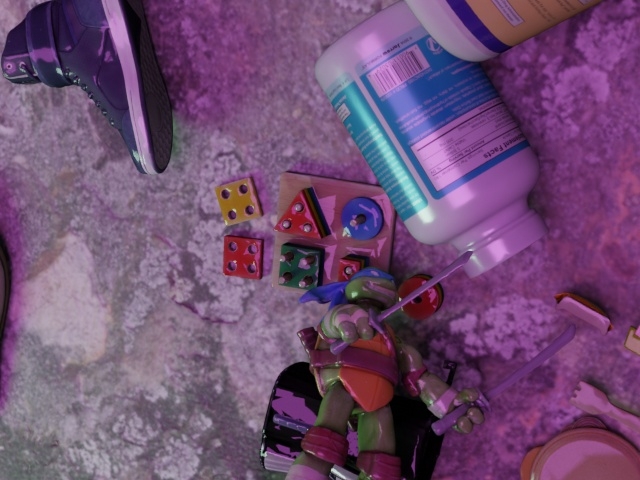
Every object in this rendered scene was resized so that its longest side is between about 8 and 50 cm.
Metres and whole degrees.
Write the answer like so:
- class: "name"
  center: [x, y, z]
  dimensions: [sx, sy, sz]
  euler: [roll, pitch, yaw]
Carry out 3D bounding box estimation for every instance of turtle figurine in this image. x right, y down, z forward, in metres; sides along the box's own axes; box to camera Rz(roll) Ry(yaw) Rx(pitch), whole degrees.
- class: "turtle figurine"
  center: [0.075, 0.147, 1.198]
  dimensions: [0.275, 0.198, 0.266]
  euler: [9, 72, 19]

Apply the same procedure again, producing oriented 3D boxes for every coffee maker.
- class: "coffee maker"
  center: [0.041, 0.191, 1.360]
  dimensions: [0.178, 0.120, 0.171]
  euler: [18, 76, 17]

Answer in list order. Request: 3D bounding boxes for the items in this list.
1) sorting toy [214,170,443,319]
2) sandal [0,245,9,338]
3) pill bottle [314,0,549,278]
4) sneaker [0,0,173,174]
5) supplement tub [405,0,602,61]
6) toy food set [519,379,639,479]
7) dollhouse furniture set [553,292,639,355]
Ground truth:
- class: "sorting toy"
  center: [0.000, 0.000, 1.363]
  dimensions: [0.275, 0.046, 0.132]
  euler: [10, 104, 20]
- class: "sandal"
  center: [-0.447, 0.100, 1.536]
  dimensions: [0.120, 0.086, 0.302]
  euler: [6, 102, 20]
- class: "pill bottle"
  center: [0.117, -0.097, 1.243]
  dimensions: [0.146, 0.146, 0.264]
  euler: [-31, 88, 24]
- class: "sneaker"
  center: [-0.260, -0.165, 1.403]
  dimensions: [0.163, 0.086, 0.226]
  euler: [-16, 85, 13]
- class: "supplement tub"
  center: [0.220, -0.329, 1.107]
  dimensions: [0.331, 0.241, 0.241]
  euler: [-25, 90, 24]
- class: "toy food set"
  center: [0.275, 0.248, 1.313]
  dimensions: [0.132, 0.038, 0.192]
  euler: [28, 104, 7]
- class: "dollhouse furniture set"
  center: [0.307, 0.073, 1.246]
  dimensions: [0.152, 0.076, 0.058]
  euler: [30, 97, 12]
